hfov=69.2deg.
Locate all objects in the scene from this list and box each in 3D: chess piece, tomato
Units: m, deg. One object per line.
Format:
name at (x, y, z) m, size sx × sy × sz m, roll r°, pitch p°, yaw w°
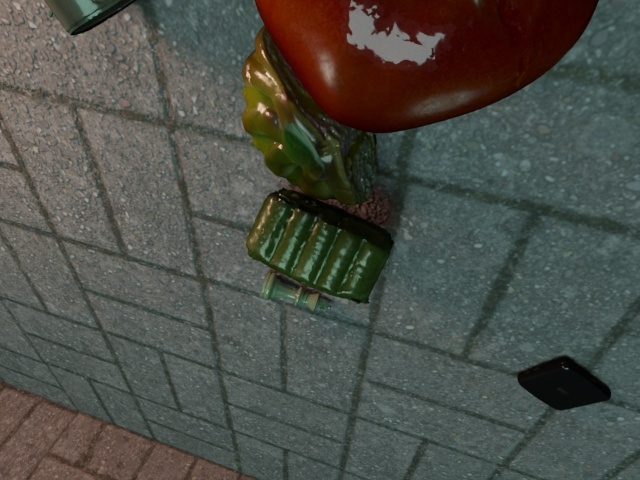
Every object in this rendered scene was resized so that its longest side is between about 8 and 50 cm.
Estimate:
chess piece at (-0.049, 0.115, 0.952) m, size 0.149 × 0.059 × 0.059 m, roll 20°, pitch 136°, yaw 0°
tomato at (0.086, -0.235, 0.426) m, size 0.298 × 0.299 × 0.226 m, roll 24°, pitch 169°, yaw 2°

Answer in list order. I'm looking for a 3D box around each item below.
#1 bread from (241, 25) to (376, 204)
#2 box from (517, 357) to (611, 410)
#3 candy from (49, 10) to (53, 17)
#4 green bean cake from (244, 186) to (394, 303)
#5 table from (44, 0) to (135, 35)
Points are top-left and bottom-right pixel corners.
bread at (-0.019, -0.141, 0.628) m, size 0.260 × 0.158 × 0.156 m, roll 44°, pitch 137°, yaw -15°
box at (0.465, 0.279, 0.894) m, size 0.126 × 0.027 × 0.125 m, roll 35°, pitch 138°, yaw -11°
candy at (-0.383, -0.365, 0.676) m, size 0.035 × 0.035 × 0.123 m, roll 35°, pitch 146°, yaw -26°
green bean cake at (0.000, 0.000, 0.705) m, size 0.200 × 0.214 × 0.113 m, roll 24°, pitch 99°, yaw 3°
table at (-0.324, -0.383, 0.559) m, size 0.126 × 0.126 × 0.220 m, roll -11°, pitch 124°, yaw 32°
